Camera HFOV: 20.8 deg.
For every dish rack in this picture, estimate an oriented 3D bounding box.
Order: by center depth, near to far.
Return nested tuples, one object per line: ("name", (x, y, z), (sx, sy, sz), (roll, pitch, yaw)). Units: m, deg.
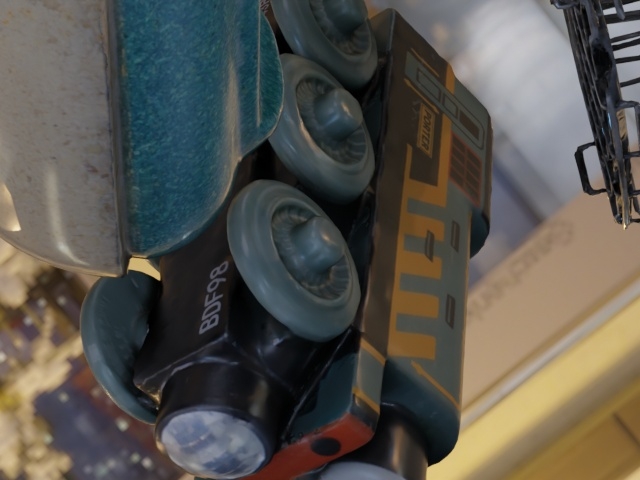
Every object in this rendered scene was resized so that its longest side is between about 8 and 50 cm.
("dish rack", (0.116, -0.148, 0.714), (0.074, 0.271, 0.208), (-12, 157, 9))

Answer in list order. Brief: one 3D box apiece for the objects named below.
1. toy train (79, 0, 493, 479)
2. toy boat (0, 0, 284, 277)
("toy train", (0.000, 0.000, 0.869), (0.142, 0.190, 0.334), (-31, -147, 30))
("toy boat", (-0.053, -0.162, 0.574), (0.318, 0.148, 0.267), (-94, -176, -48))
